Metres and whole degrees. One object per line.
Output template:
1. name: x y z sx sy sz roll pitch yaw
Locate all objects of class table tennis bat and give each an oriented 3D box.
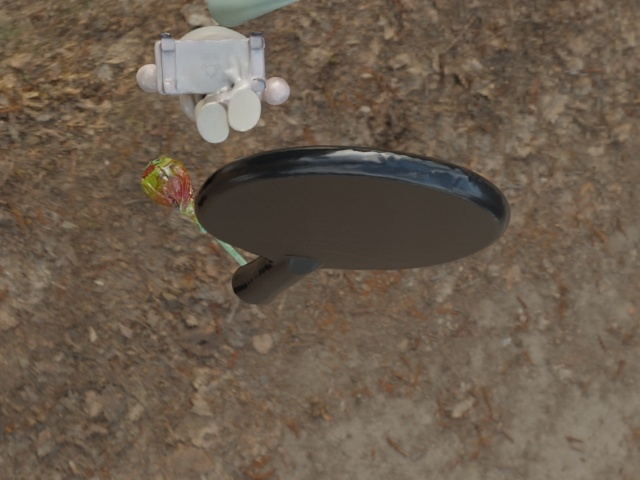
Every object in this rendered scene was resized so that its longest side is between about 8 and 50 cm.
1. table tennis bat: 0.000 0.000 0.471 0.150 0.236 0.027 10 72 -19

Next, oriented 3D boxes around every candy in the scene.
1. candy: -0.130 -0.018 1.026 0.060 0.060 0.201 -42 84 -18

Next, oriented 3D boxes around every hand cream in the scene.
1. hand cream: -0.034 -0.348 1.210 0.109 0.321 0.067 -54 125 -31

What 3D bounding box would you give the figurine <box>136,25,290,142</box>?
1. figurine: -0.145 -0.218 1.165 0.182 0.256 0.144 -23 107 -5
